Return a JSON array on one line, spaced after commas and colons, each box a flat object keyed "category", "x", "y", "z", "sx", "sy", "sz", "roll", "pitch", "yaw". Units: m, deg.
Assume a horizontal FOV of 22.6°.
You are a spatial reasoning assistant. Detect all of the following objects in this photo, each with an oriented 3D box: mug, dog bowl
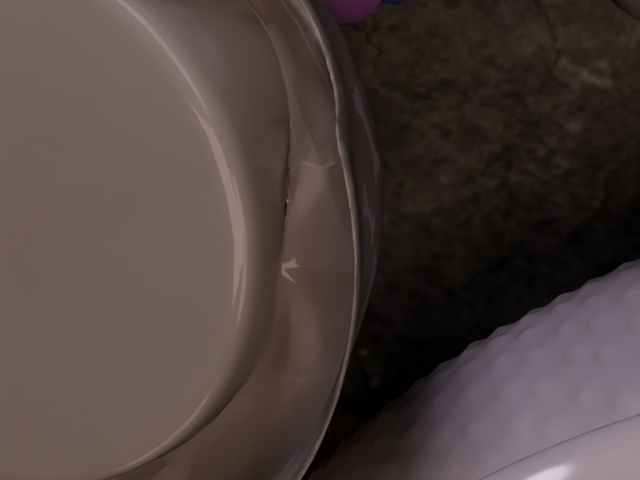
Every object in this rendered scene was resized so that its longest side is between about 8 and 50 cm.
[{"category": "mug", "x": 0.128, "y": 0.154, "z": 0.754, "sx": 0.328, "sy": 0.276, "sz": 0.374, "roll": -26, "pitch": 158, "yaw": 13}, {"category": "dog bowl", "x": -0.130, "y": -0.019, "z": 0.711, "sx": 0.349, "sy": 0.102, "sz": 0.349, "roll": 7, "pitch": 109, "yaw": 19}]

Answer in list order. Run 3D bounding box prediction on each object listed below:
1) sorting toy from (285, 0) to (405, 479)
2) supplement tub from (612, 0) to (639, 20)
[{"category": "sorting toy", "x": 0.000, "y": 0.000, "z": 0.816, "sx": 0.126, "sy": 0.127, "sz": 0.365, "roll": -3, "pitch": 119, "yaw": -36}, {"category": "supplement tub", "x": 0.231, "y": -0.178, "z": 0.640, "sx": 0.316, "sy": 0.193, "sz": 0.193, "roll": 4, "pitch": 119, "yaw": 16}]
